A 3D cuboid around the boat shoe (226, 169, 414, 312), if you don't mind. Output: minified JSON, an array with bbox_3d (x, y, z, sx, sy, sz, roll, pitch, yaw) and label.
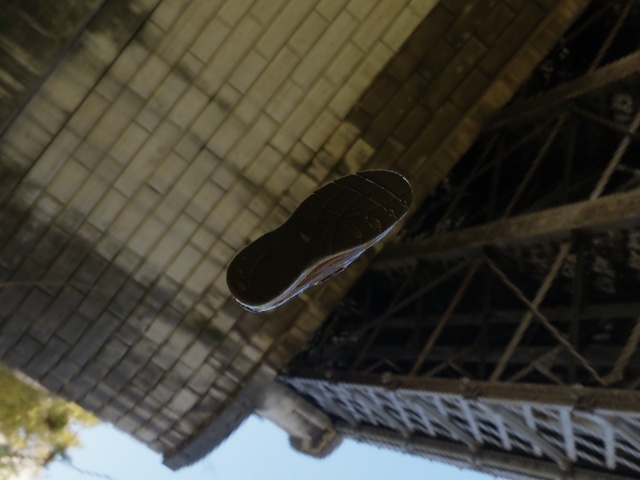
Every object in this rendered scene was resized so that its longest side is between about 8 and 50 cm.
[{"bbox_3d":[0.000,0.001,0.777,0.178,0.064,0.060,-34,164,-8],"label":"boat shoe"}]
